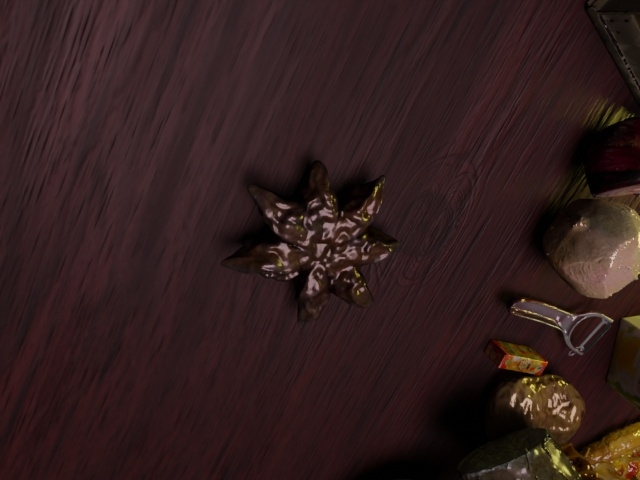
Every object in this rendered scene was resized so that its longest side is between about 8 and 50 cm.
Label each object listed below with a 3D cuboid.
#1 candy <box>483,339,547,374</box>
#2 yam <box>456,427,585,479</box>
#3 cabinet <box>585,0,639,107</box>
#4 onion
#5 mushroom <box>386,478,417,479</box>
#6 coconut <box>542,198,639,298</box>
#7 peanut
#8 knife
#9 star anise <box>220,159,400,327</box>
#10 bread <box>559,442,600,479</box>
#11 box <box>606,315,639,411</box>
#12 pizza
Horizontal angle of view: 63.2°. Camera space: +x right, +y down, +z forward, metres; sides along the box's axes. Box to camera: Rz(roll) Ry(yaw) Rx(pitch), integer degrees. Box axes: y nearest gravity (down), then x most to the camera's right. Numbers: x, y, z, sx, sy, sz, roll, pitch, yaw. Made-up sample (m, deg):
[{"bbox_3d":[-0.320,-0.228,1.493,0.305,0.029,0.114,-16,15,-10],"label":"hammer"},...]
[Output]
[{"bbox_3d":[0.427,0.256,1.136,0.122,0.062,0.038,14,108,-22],"label":"candy"},{"bbox_3d":[0.443,0.566,1.039,0.241,0.241,0.348,-29,84,-3],"label":"yam"},{"bbox_3d":[0.661,-0.339,0.803,0.227,0.318,0.290,-45,117,6],"label":"cabinet"},{"bbox_3d":[0.591,-0.154,0.924,0.195,0.218,0.140,2,84,-4],"label":"onion"},{"bbox_3d":[0.205,0.705,1.160,0.362,0.294,0.362,2,96,18],"label":"mushroom"},{"bbox_3d":[0.523,0.010,0.995,0.194,0.194,0.194,-6,114,-14],"label":"coconut"},{"bbox_3d":[0.488,0.392,1.187,0.233,0.110,0.197,-4,109,-15],"label":"peanut"},{"bbox_3d":[0.495,0.173,1.126,0.278,0.053,0.123,21,110,-23],"label":"knife"},{"bbox_3d":[-0.013,0.014,0.873,0.315,0.108,0.315,-10,115,-21],"label":"star anise"},{"bbox_3d":[0.515,0.592,1.243,0.274,0.185,0.114,-11,119,-11],"label":"bread"},{"bbox_3d":[0.786,0.310,1.157,0.111,0.260,0.194,-6,113,-10],"label":"box"},{"bbox_3d":[0.840,0.617,1.411,0.280,0.075,0.288,-24,117,-4],"label":"pizza"}]
